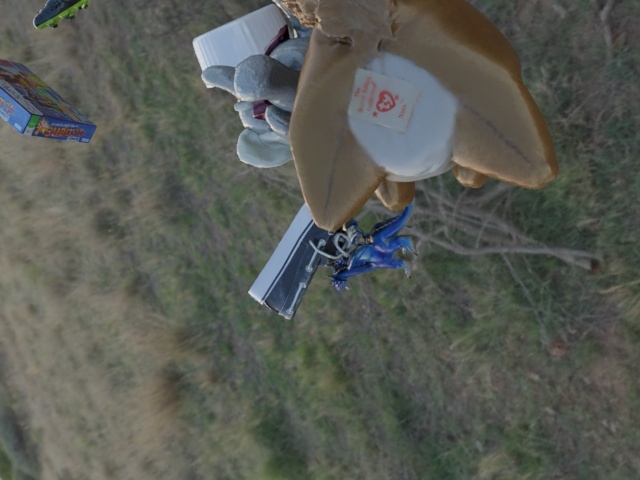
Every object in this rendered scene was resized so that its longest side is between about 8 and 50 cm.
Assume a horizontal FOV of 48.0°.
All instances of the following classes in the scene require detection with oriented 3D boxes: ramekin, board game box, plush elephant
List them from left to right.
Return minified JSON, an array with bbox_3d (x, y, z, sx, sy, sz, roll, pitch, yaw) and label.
[{"bbox_3d":[-0.463,-0.224,1.112,0.201,0.136,0.035,38,106,20],"label":"board game box"},{"bbox_3d":[-0.207,-0.526,1.929,0.277,0.277,0.135,7,126,58],"label":"ramekin"},{"bbox_3d":[-0.080,-0.277,1.273,0.256,0.330,0.271,-11,64,38],"label":"plush elephant"}]

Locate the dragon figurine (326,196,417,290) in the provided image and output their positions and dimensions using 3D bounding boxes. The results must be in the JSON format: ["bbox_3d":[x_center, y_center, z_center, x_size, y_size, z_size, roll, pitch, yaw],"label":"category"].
[{"bbox_3d":[0.082,0.004,1.187,0.289,0.144,0.085,91,176,-63],"label":"dragon figurine"}]

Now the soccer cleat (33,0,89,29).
[{"bbox_3d":[-0.375,-0.393,1.096,0.072,0.179,0.060,51,179,-16],"label":"soccer cleat"}]

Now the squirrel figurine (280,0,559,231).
[{"bbox_3d":[0.108,-0.243,0.914,0.281,0.370,0.396,-19,105,23],"label":"squirrel figurine"}]

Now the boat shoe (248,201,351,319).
[{"bbox_3d":[-0.001,0.001,1.172,0.105,0.113,0.306,35,106,3],"label":"boat shoe"}]
